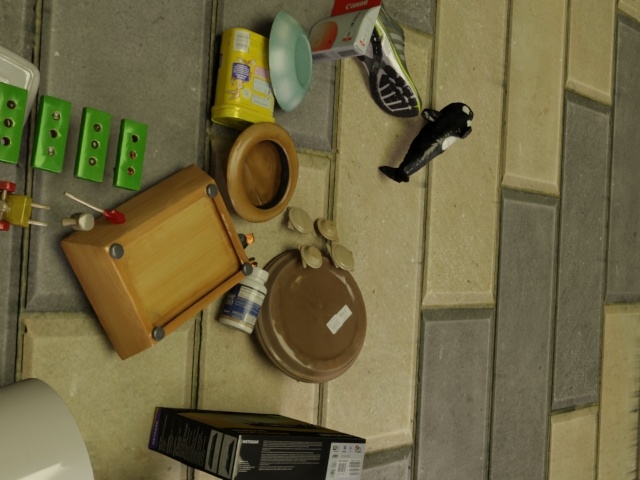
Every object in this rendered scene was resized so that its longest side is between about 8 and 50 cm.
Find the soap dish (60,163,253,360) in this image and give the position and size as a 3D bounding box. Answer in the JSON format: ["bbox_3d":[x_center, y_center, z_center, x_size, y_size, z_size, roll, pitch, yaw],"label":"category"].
[{"bbox_3d":[-0.260,0.032,1.302,0.291,0.118,0.229,-38,117,-38],"label":"soap dish"}]

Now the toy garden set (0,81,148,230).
[{"bbox_3d":[-0.387,-0.103,1.152,0.244,0.049,0.204,12,81,-46],"label":"toy garden set"}]

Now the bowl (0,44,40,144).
[{"bbox_3d":[-0.481,-0.223,1.121,0.142,0.053,0.142,28,73,-43],"label":"bowl"}]

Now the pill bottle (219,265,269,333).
[{"bbox_3d":[-0.141,0.110,1.454,0.067,0.067,0.120,32,72,-41],"label":"pill bottle"}]

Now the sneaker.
[{"bbox_3d":[0.158,-0.408,1.712,0.121,0.111,0.300,-55,129,-35],"label":"sneaker"}]

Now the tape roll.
[{"bbox_3d":[-0.442,0.327,1.044,0.169,0.246,0.246,-14,101,-44],"label":"tape roll"}]

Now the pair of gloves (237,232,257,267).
[{"bbox_3d":[-0.152,0.028,1.484,0.074,0.010,0.083,-17,102,-43],"label":"pair of gloves"}]

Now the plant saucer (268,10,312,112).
[{"bbox_3d":[-0.049,-0.348,1.495,0.195,0.037,0.195,1,90,-72],"label":"plant saucer"}]

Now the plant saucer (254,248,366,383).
[{"bbox_3d":[-0.011,0.147,1.551,0.277,0.041,0.278,12,69,-33],"label":"plant saucer"}]

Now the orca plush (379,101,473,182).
[{"bbox_3d":[0.244,-0.254,1.792,0.287,0.151,0.102,-37,110,-13],"label":"orca plush"}]

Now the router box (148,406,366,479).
[{"bbox_3d":[-0.109,0.365,1.376,0.308,0.243,0.081,16,80,-44],"label":"router box"}]

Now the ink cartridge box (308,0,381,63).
[{"bbox_3d":[0.051,-0.456,1.573,0.045,0.145,0.179,28,72,-44],"label":"ink cartridge box"}]

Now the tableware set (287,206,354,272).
[{"bbox_3d":[0.000,0.000,1.583,0.168,0.020,0.141,12,50,-43],"label":"tableware set"}]

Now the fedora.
[{"bbox_3d":[-0.125,-0.131,1.447,0.194,0.079,0.194,-19,117,-42],"label":"fedora"}]

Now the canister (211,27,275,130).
[{"bbox_3d":[-0.138,-0.298,1.444,0.126,0.073,0.170,11,82,-46],"label":"canister"}]
